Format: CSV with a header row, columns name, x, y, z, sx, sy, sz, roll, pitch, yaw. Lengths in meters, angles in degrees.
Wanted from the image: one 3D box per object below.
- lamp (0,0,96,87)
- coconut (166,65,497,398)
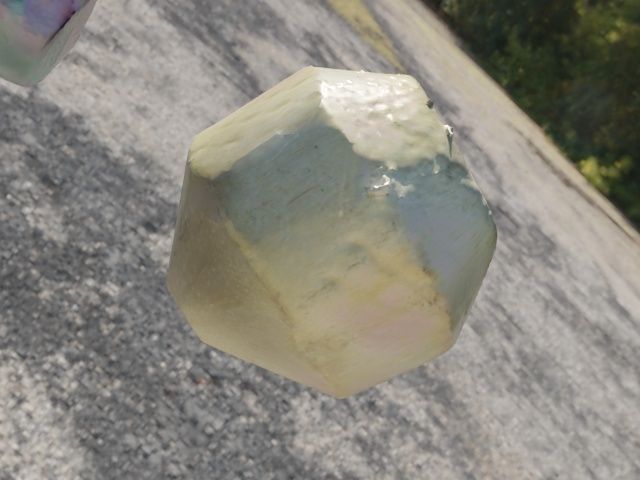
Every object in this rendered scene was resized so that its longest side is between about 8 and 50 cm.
name,x,y,z,sx,sy,sz,roll,pitch,yaw
lamp,-0.421,-0.299,1.050,0.301,0.247,0.247,37,53,-12
coconut,0.000,0.000,0.999,0.352,0.353,0.353,38,18,-14
